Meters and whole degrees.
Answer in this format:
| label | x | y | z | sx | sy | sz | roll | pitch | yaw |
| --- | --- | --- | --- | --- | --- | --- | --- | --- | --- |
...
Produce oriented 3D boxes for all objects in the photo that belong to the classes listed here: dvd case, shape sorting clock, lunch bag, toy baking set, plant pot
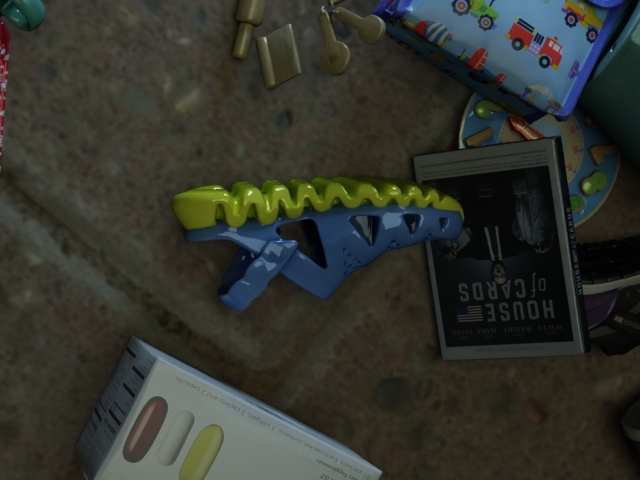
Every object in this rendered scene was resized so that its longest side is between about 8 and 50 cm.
| label | x | y | z | sx | sy | sz | roll | pitch | yaw |
| --- | --- | --- | --- | --- | --- | --- | --- | --- | --- |
| dvd case | 0.199 | 0.012 | 1.618 | 0.029 | 0.179 | 0.239 | -14 | 97 | -55 |
| shape sorting clock | 0.254 | -0.109 | 1.681 | 0.206 | 0.040 | 0.206 | -1 | 93 | -14 |
| lunch bag | 0.226 | -0.307 | 1.581 | 0.221 | 0.138 | 0.293 | 30 | 88 | -11 |
| toy baking set | 0.000 | -0.282 | 1.558 | 0.030 | 0.196 | 0.256 | 15 | 84 | -57 |
| plant pot | 0.424 | -0.172 | 1.616 | 0.255 | 0.271 | 0.272 | 29 | 85 | -6 |

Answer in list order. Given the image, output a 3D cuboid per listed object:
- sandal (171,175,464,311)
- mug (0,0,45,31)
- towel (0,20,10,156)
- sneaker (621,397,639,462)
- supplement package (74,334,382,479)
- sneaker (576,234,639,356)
| label | x | y | z | sx | sy | sz | roll | pitch | yaw |
| --- | --- | --- | --- | --- | --- | --- | --- | --- | --- |
| sandal | 0.000 | 0.000 | 1.590 | 0.317 | 0.126 | 0.138 | -4 | 96 | -5 |
| mug | -0.355 | -0.288 | 1.480 | 0.157 | 0.097 | 0.129 | 4 | 74 | -12 |
| towel | -0.432 | -0.104 | 1.520 | 0.198 | 0.031 | 0.275 | 4 | 91 | -13 |
| sneaker | 0.456 | 0.208 | 1.735 | 0.222 | 0.083 | 0.118 | -30 | 118 | -18 |
| supplement package | -0.103 | 0.230 | 1.523 | 0.261 | 0.204 | 0.145 | 28 | 86 | -14 |
| sneaker | 0.367 | 0.069 | 1.703 | 0.283 | 0.107 | 0.124 | -2 | 120 | -20 |
